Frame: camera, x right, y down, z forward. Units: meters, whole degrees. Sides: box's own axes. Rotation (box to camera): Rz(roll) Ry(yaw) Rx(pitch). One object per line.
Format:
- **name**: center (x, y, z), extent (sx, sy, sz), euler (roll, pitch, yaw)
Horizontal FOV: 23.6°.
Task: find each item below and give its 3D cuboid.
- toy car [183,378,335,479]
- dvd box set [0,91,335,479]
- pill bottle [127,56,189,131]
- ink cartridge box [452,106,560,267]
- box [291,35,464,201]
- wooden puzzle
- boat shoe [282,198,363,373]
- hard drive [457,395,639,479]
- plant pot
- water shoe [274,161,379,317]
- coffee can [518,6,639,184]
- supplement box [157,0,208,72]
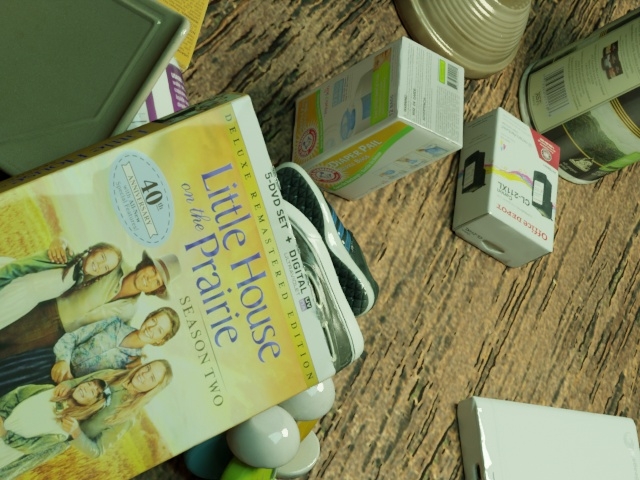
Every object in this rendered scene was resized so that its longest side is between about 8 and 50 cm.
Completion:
- **toy car**: center (-0.075, 0.200, 1.620), extent (0.136, 0.159, 0.182), euler (28, 46, 13)
- **dvd box set**: center (-0.209, 0.074, 1.432), extent (0.420, 0.062, 0.308), euler (-24, 108, -25)
- **pill bottle**: center (-0.215, -0.106, 1.594), extent (0.169, 0.169, 0.301), euler (-1, 72, -43)
- **ink cartridge box**: center (0.253, -0.070, 2.073), extent (0.127, 0.072, 0.175), euler (29, 53, -31)
- **box**: center (0.066, -0.141, 1.841), extent (0.103, 0.203, 0.114), euler (22, 59, -33)
- **wooden puzzle**: center (-0.271, -0.172, 1.511), extent (0.221, 0.238, 0.044), euler (-58, 161, -3)
- **boat shoe**: center (-0.025, 0.054, 1.759), extent (0.070, 0.078, 0.219), euler (-34, 97, -46)
- **hard drive**: center (0.307, 0.316, 1.971), extent (0.307, 0.040, 0.203), euler (12, 64, -38)
- **plant pot**: center (0.218, -0.353, 2.145), extent (0.237, 0.109, 0.237), euler (20, 58, -35)
- **water shoe**: center (0.000, 0.000, 1.828), extent (0.203, 0.073, 0.080), euler (62, 18, -1)
- **coffee can**: center (0.449, -0.219, 2.174), extent (0.201, 0.275, 0.201), euler (18, 60, -36)
- **supplement box**: center (-0.177, -0.288, 1.776), extent (0.080, 0.078, 0.233), euler (31, 53, -29)
